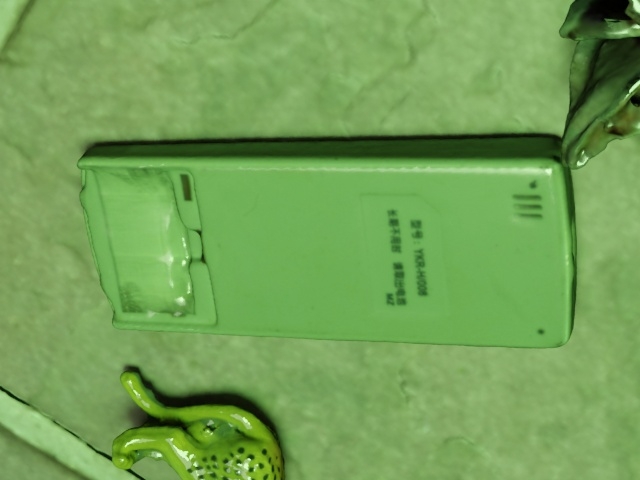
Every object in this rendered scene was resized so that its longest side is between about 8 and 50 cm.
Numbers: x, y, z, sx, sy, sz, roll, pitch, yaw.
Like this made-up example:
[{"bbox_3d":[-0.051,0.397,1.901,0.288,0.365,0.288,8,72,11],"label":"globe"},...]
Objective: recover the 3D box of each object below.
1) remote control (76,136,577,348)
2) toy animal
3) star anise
[{"bbox_3d":[0.000,0.000,0.809,0.285,0.038,0.123,0,119,17],"label":"remote control"},{"bbox_3d":[-0.050,0.161,0.906,0.136,0.073,0.181,-8,106,10],"label":"toy animal"},{"bbox_3d":[0.170,-0.124,0.657,0.231,0.089,0.209,42,109,-18],"label":"star anise"}]
